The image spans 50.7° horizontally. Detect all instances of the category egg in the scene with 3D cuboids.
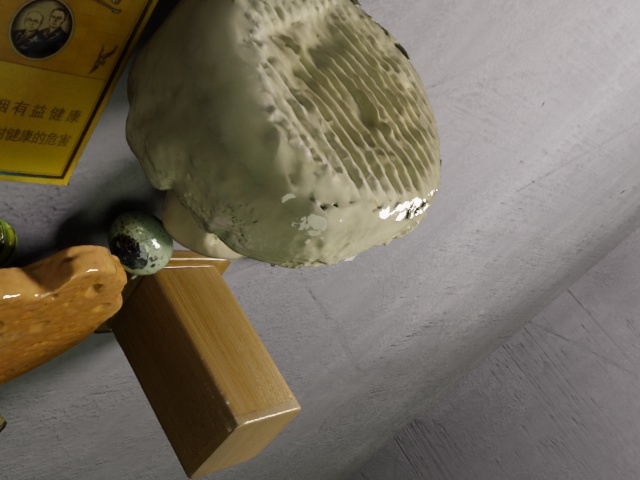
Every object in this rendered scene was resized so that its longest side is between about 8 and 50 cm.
[{"bbox_3d":[-0.250,0.002,0.938,0.085,0.085,0.110,-29,155,-10],"label":"egg"}]

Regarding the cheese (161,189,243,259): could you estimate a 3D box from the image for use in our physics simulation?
[{"bbox_3d":[-0.034,-0.060,1.022,0.351,0.129,0.328,-34,151,-2],"label":"cheese"}]

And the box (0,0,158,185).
[{"bbox_3d":[-0.277,-0.189,0.616,0.193,0.084,0.301,0,136,-48],"label":"box"}]

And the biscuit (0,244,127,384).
[{"bbox_3d":[-0.399,0.105,0.858,0.312,0.057,0.351,-25,165,-30],"label":"biscuit"}]

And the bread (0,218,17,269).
[{"bbox_3d":[-0.428,0.024,0.805,0.130,0.071,0.139,-14,146,-41],"label":"bread"}]

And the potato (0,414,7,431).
[{"bbox_3d":[-0.562,0.281,1.067,0.096,0.066,0.103,-43,152,-40],"label":"potato"}]

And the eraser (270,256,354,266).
[{"bbox_3d":[0.000,0.000,1.241,0.213,0.046,0.092,-2,138,-45],"label":"eraser"}]

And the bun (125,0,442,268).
[{"bbox_3d":[-0.039,-0.119,0.728,0.360,0.359,0.211,-1,153,-46],"label":"bun"}]

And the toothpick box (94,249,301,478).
[{"bbox_3d":[-0.190,0.187,1.060,0.190,0.308,0.187,3,135,-51],"label":"toothpick box"}]
